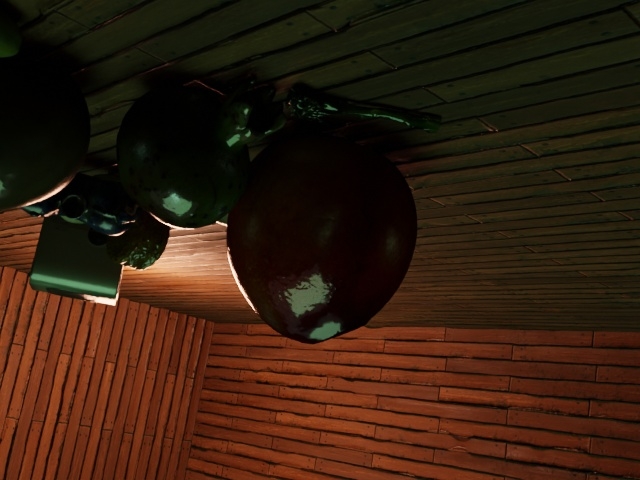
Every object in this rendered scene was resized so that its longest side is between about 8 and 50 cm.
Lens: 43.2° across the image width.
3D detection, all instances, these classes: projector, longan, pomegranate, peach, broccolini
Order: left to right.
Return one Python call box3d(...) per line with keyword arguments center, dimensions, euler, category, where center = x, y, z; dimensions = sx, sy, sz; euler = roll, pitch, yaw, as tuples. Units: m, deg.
box3d(center=(-0.522, -0.171, 1.357), dimensions=(0.243, 0.300, 0.300), euler=(35, 162, -8), category="longan")
box3d(center=(-0.703, 0.043, 2.390), dimensions=(0.249, 0.249, 0.248), euler=(13, 166, -13), category="projector")
box3d(center=(-0.208, -0.171, 1.344), dimensions=(0.242, 0.306, 0.242), euler=(29, -155, -14), category="pomegranate")
box3d(center=(0.000, 0.000, 1.496), dimensions=(0.388, 0.388, 0.388), euler=(9, 166, 2), category="peach")
box3d(center=(0.066, -0.198, 1.305), dimensions=(0.254, 0.058, 0.071), euler=(13, -151, -3), category="broccolini")

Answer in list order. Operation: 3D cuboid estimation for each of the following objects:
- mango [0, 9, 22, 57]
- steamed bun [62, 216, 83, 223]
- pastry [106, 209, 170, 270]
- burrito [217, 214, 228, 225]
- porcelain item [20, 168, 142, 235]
box3d(center=(-0.531, -0.311, 1.162), dimensions=(0.194, 0.092, 0.130), euler=(12, 165, -29), category="mango")
box3d(center=(-0.645, -0.090, 2.142), dimensions=(0.130, 0.091, 0.112), euler=(10, 168, -4), category="steamed bun")
box3d(center=(-0.499, -0.010, 2.205), dimensions=(0.103, 0.189, 0.188), euler=(25, 160, -39), category="pastry")
box3d(center=(-0.274, -0.109, 1.794), dimensions=(0.143, 0.105, 0.299), euler=(3, 167, 40), category="burrito")
box3d(center=(-0.554, -0.097, 1.839), dimensions=(0.288, 0.138, 0.186), euler=(16, -164, -8), category="porcelain item")
